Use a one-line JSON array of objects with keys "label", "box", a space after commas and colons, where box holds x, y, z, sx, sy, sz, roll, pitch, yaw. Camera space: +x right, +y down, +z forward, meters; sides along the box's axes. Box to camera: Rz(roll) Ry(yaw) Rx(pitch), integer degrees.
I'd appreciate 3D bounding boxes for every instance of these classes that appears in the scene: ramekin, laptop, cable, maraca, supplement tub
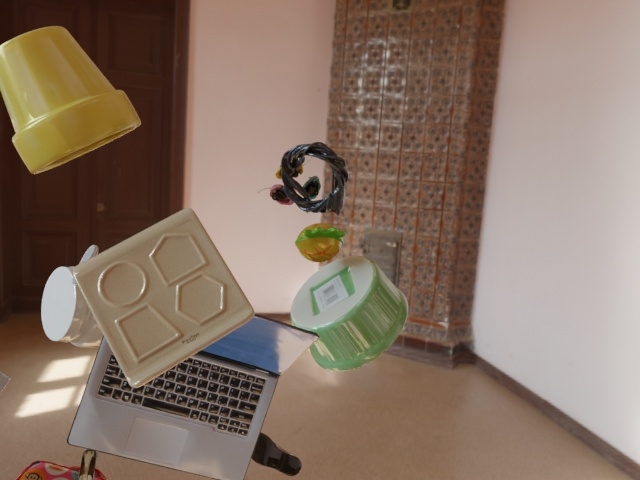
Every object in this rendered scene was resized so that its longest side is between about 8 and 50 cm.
[{"label": "ramekin", "box": [0.066, 0.182, 1.460, 0.303, 0.148, 0.303, -28, 28, 17]}, {"label": "laptop", "box": [-0.262, 0.294, 1.063, 0.381, 0.408, 0.236, 19, 0, -12]}, {"label": "cable", "box": [-0.015, -0.135, 1.142, 0.150, 0.185, 0.047, 22, 51, 20]}, {"label": "maraca", "box": [0.000, 0.000, 1.415, 0.127, 0.099, 0.186, -1, -18, -11]}, {"label": "supplement tub", "box": [-0.578, 0.183, 1.527, 0.228, 0.229, 0.316, 11, 0, 41]}]

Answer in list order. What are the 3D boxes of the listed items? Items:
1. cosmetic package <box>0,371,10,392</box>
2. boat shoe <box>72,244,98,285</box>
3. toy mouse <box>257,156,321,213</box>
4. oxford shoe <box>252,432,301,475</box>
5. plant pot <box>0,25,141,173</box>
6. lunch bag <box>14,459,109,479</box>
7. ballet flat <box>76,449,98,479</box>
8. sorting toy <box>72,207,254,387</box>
[{"label": "cosmetic package", "box": [-0.900, 0.435, 1.179, 0.284, 0.097, 0.377, -8, 43, 30]}, {"label": "boat shoe", "box": [-0.512, 0.058, 1.212, 0.035, 0.100, 0.035, 25, 2, -43]}, {"label": "toy mouse", "box": [-0.056, -0.120, 1.235, 0.160, 0.143, 0.031, -22, 40, 12]}, {"label": "oxford shoe", "box": [-0.156, 0.609, 1.575, 0.212, 0.076, 0.076, 41, -19, -18]}, {"label": "plant pot", "box": [-0.551, -0.300, 1.150, 0.253, 0.239, 0.254, -25, 16, 7]}, {"label": "lunch bag", "box": [-0.646, 0.680, 1.384, 0.292, 0.120, 0.258, 21, 22, -3]}, {"label": "ballet flat", "box": [-0.542, 0.534, 1.264, 0.041, 0.115, 0.041, -1, -29, 0]}, {"label": "sorting toy", "box": [-0.224, 0.076, 0.782, 0.192, 0.208, 0.038, -30, -19, -14]}]
